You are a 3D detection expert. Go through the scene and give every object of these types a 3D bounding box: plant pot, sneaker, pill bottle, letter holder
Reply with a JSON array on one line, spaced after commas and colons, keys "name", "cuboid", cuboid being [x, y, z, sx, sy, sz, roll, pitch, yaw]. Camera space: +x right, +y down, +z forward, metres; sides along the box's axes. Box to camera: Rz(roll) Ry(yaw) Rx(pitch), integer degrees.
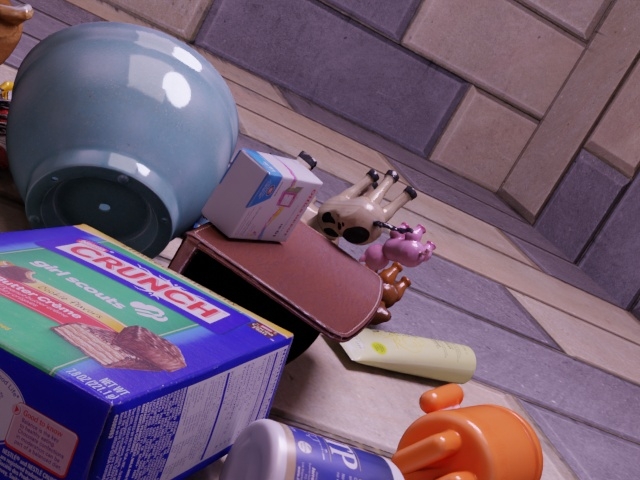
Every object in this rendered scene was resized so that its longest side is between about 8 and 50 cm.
[{"name": "plant pot", "cuboid": [-0.254, -0.092, 1.159, 0.293, 0.293, 0.196, 24, 42, -21]}, {"name": "sneaker", "cuboid": [-0.453, -0.167, 1.323, 0.088, 0.092, 0.225, 22, 17, -25]}, {"name": "pill bottle", "cuboid": [0.012, 0.234, 0.822, 0.187, 0.112, 0.112, 23, 16, -23]}, {"name": "letter holder", "cuboid": [-0.058, 0.082, 1.131, 0.214, 0.152, 0.302, 33, 15, 4]}]

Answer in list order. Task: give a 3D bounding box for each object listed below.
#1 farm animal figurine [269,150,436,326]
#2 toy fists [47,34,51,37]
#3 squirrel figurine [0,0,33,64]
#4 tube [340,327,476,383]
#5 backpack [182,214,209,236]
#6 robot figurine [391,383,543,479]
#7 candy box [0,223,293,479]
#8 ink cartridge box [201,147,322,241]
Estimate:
[{"name": "farm animal figurine", "cuboid": [0.000, 0.000, 1.401, 0.327, 0.172, 0.330, 36, -22, 26]}, {"name": "toy fists", "cuboid": [-0.329, -0.171, 1.317, 0.142, 0.279, 0.096, 12, 59, -15]}, {"name": "squirrel figurine", "cuboid": [-0.636, -0.356, 1.406, 0.370, 0.281, 0.397, 33, 25, -31]}, {"name": "tube", "cuboid": [0.123, 0.166, 1.374, 0.240, 0.062, 0.070, 14, -20, -32]}, {"name": "backpack", "cuboid": [-0.199, -0.108, 1.444, 0.117, 0.173, 0.158, 24, 15, -21]}, {"name": "robot figurine", "cuboid": [0.168, 0.249, 1.043, 0.158, 0.128, 0.219, 29, 13, 34]}, {"name": "candy box", "cuboid": [-0.207, 0.096, 0.801, 0.268, 0.122, 0.317, 25, 11, 18]}, {"name": "ink cartridge box", "cuboid": [-0.063, -0.049, 1.069, 0.052, 0.088, 0.122, 40, 17, 23]}]
